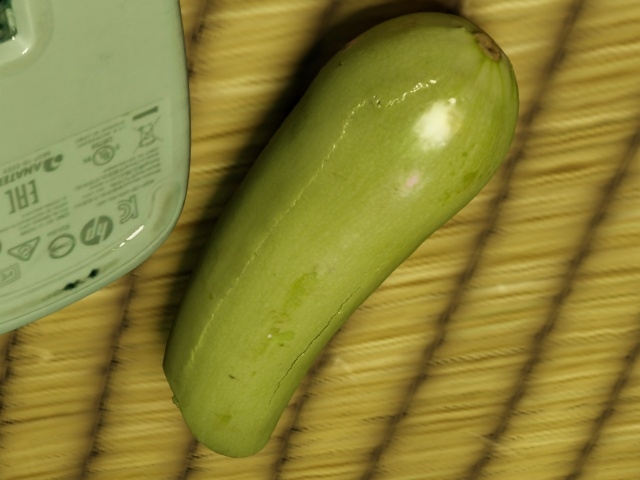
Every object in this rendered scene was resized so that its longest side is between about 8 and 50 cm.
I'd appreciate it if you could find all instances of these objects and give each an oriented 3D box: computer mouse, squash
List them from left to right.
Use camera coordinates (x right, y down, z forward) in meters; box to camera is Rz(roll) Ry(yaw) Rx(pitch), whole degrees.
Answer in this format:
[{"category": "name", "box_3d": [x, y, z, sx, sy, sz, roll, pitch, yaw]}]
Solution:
[{"category": "computer mouse", "box_3d": [-0.135, -0.087, 0.619, 0.159, 0.097, 0.288, -27, 142, -22]}, {"category": "squash", "box_3d": [0.000, 0.000, 0.715, 0.083, 0.083, 0.250, 22, 129, -18]}]
